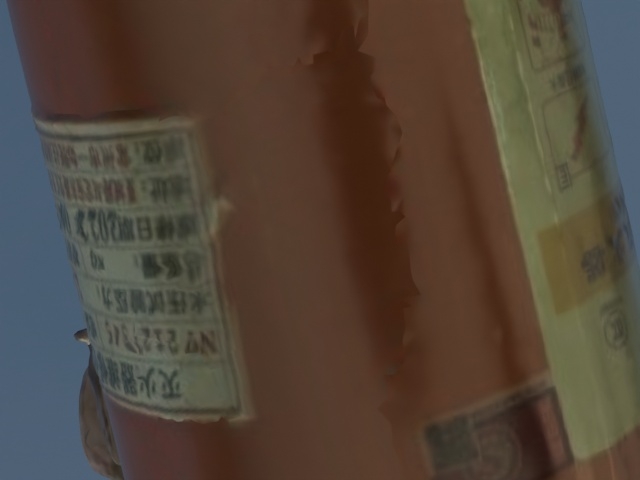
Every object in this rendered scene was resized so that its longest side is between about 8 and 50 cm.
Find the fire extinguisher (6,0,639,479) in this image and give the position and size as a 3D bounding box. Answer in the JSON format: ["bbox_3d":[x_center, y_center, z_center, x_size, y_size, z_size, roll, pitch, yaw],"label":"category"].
[{"bbox_3d":[0.010,-0.002,0.412,0.113,0.200,0.376,-12,-81,9],"label":"fire extinguisher"}]

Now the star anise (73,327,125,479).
[{"bbox_3d":[-0.001,0.099,0.659,0.214,0.220,0.099,32,-98,23],"label":"star anise"}]
